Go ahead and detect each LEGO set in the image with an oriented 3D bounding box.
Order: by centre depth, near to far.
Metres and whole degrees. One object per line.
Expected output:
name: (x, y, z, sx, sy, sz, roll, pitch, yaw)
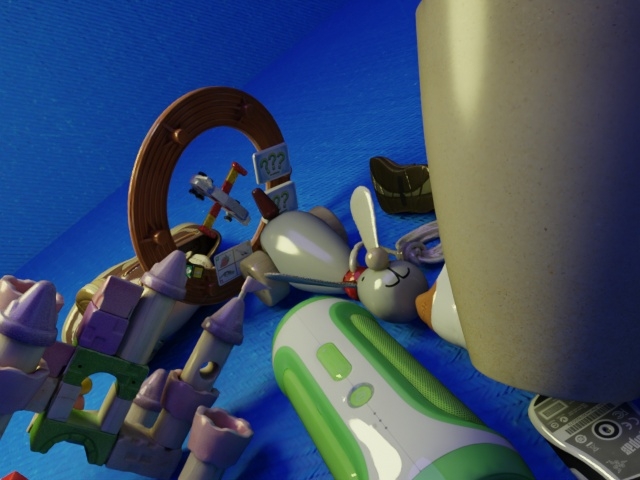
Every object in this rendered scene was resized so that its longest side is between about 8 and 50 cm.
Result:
LEGO set: (-0.107, -0.031, 0.849, 0.060, 0.182, 0.244, 11, 27, 39)

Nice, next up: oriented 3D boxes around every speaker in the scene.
speaker: (0.050, 0.152, 0.491, 0.131, 0.131, 0.296, -38, 26, -6)

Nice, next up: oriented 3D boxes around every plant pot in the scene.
plant pot: (0.190, -0.032, 0.433, 0.256, 0.274, 0.256, 4, 6, 0)

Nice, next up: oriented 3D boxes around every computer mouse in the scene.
computer mouse: (0.220, 0.157, 0.376, 0.106, 0.042, 0.193, -27, 24, -10)

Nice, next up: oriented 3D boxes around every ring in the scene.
ring: (-0.144, -0.062, 0.867, 0.032, 0.337, 0.336, 12, 49, 33)

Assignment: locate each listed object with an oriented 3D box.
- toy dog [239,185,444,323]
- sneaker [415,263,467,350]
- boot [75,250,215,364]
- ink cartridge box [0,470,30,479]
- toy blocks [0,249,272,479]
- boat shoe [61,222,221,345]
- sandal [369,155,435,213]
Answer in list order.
toy dog: (0.000, 0.000, 0.751, 0.333, 0.161, 0.220, -8, 32, 43)
sneaker: (0.206, -0.014, 0.609, 0.290, 0.106, 0.123, -45, 30, -17)
boot: (-0.252, 0.085, 0.881, 0.095, 0.262, 0.203, 36, 63, 18)
ink cartridge box: (-0.433, 0.392, 0.717, 0.231, 0.078, 0.134, -31, 26, 7)
toy blocks: (-0.236, 0.116, 0.651, 0.309, 0.288, 0.260, 18, 82, 62)
boat shoe: (-0.318, 0.088, 1.052, 0.342, 0.123, 0.123, -42, 25, -28)
sandal: (0.135, -0.086, 0.845, 0.060, 0.090, 0.219, -13, 9, -20)
